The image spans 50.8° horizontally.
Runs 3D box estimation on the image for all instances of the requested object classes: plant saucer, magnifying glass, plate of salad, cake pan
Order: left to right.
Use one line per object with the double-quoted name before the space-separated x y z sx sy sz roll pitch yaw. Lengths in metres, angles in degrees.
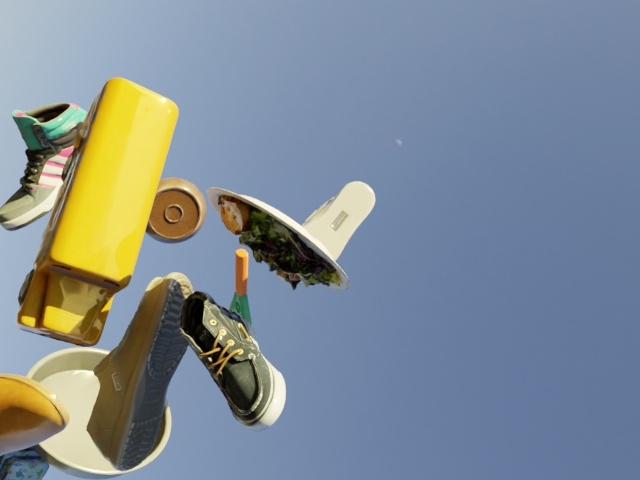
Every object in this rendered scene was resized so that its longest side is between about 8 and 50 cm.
"cake pan" -0.434 0.334 1.301 0.054 0.293 0.293 -55 -141 27
"plant saucer" -0.363 -0.069 1.661 0.168 0.168 0.029 -62 -156 5
"magnifying glass" -0.158 0.122 1.343 0.092 0.026 0.231 44 -40 48
"plate of salad" -0.055 0.008 0.784 0.200 0.200 0.048 14 -114 51

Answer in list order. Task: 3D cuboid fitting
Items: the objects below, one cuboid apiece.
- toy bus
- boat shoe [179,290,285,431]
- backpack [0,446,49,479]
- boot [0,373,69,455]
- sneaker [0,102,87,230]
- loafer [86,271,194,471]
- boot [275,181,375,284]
"toy bus" -0.290 -0.036 0.889 0.130 0.108 0.333 -21 -127 52
"boat shoe" -0.101 0.123 0.709 0.065 0.083 0.183 -47 -148 3
"backpack" -0.580 0.434 1.273 0.084 0.105 0.114 38 -83 38
"boot" -0.445 0.260 0.762 0.295 0.104 0.211 -13 -157 29
"sneaker" -0.573 -0.172 1.362 0.124 0.178 0.295 22 -116 43
"loafer" -0.248 0.166 0.901 0.092 0.102 0.268 15 -97 20
"boot" 0.000 0.000 1.271 0.258 0.095 0.123 -44 179 -26
